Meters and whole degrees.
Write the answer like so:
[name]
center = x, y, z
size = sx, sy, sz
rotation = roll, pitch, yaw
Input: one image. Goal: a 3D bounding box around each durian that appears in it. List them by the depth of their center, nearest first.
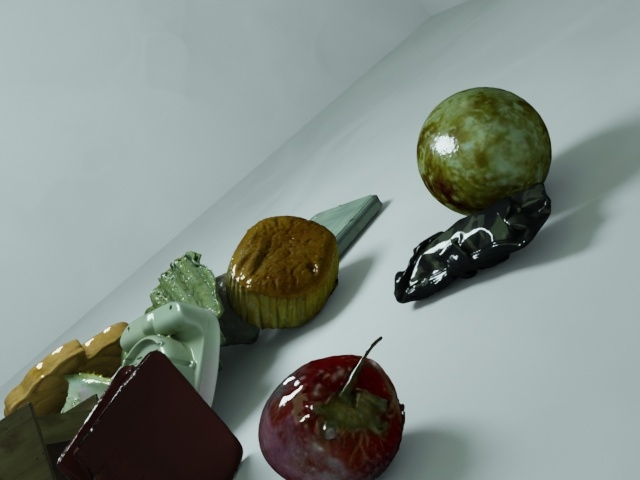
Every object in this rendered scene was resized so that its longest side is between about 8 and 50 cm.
[durian]
center = -0.470, 0.399, 1.913
size = 0.172, 0.166, 0.306
rotation = -34, 30, 26

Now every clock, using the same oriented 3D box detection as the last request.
[clock]
center = -0.304, 0.292, 1.750
size = 0.265, 0.109, 0.324
rotation = -27, 52, 46

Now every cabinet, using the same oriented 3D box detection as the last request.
[cabinet]
center = -0.486, 0.415, 1.691
size = 0.148, 0.215, 0.175
rotation = -31, -17, 25

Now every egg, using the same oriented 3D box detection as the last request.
[egg]
center = 0.299, -0.155, 1.647
size = 0.238, 0.238, 0.289
rotation = -39, 19, -3

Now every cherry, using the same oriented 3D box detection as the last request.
[cherry]
center = 0.003, 0.248, 1.249
size = 0.250, 0.175, 0.192
rotation = -22, 38, 51

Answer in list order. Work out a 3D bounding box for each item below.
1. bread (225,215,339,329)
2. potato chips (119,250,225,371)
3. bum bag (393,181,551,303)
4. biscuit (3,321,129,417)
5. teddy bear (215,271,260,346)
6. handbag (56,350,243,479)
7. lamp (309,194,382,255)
[bread]
center = -0.080, 0.064, 1.924
size = 0.228, 0.142, 0.253
rotation = 15, 39, 15
[potato chips]
center = -0.312, 0.206, 1.968
size = 0.429, 0.070, 0.358
rotation = 37, 106, 57
[bum bag]
center = 0.256, 0.008, 1.550
size = 0.340, 0.095, 0.144
rotation = -34, 15, 43
[biscuit]
center = -0.583, 0.325, 2.134
size = 0.351, 0.057, 0.312
rotation = -46, -16, 19
[teddy bear]
center = -0.239, 0.172, 2.076
size = 0.267, 0.151, 0.235
rotation = -32, 37, 52
[handbag]
center = -0.256, 0.338, 1.427
size = 0.084, 0.260, 0.275
rotation = -27, 20, 29
[lamp]
center = 0.000, 0.000, 2.239
size = 0.269, 0.047, 0.266
rotation = -18, 23, 51
